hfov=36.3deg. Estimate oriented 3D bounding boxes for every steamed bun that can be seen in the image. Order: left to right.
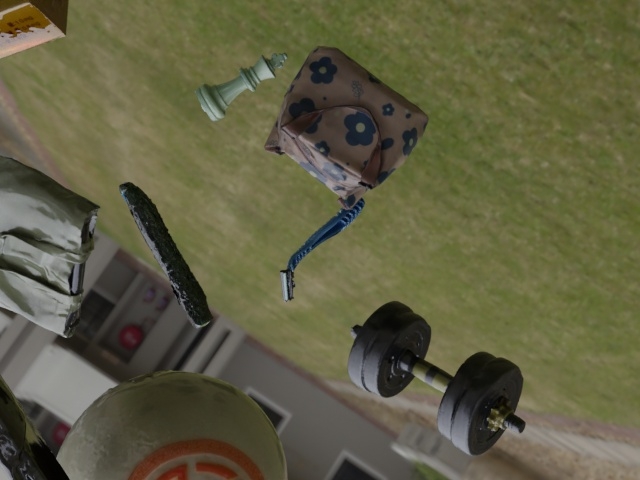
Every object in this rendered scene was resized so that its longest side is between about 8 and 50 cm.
[{"bbox_3d":[-0.165,0.296,1.129,0.283,0.283,0.177,38,170,-24],"label":"steamed bun"}]

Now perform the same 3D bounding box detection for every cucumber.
[{"bbox_3d":[-0.239,0.019,1.513,0.257,0.044,0.043,61,169,1],"label":"cucumber"}]

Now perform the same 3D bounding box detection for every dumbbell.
[{"bbox_3d":[0.209,0.249,1.795,0.388,0.185,0.185,27,168,34],"label":"dumbbell"}]

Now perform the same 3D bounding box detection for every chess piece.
[{"bbox_3d":[-0.115,-0.243,1.477,0.059,0.149,0.059,57,-174,-10],"label":"chess piece"}]

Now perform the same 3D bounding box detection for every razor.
[{"bbox_3d":[0.000,0.000,1.770,0.042,0.253,0.082,26,145,26],"label":"razor"}]

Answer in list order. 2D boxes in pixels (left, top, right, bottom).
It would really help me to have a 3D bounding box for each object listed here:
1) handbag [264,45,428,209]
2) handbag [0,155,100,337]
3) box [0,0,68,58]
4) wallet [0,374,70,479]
[{"bbox_3d":[0.036,-0.195,1.749,0.251,0.193,0.190,35,155,-5],"label":"handbag"},{"bbox_3d":[-0.533,0.010,1.790,0.253,0.316,0.109,24,-152,12],"label":"handbag"},{"bbox_3d":[-0.668,-0.447,1.817,0.415,0.264,0.116,-13,153,18],"label":"box"},{"bbox_3d":[-0.315,0.152,0.931,0.309,0.042,0.165,60,162,-7],"label":"wallet"}]
